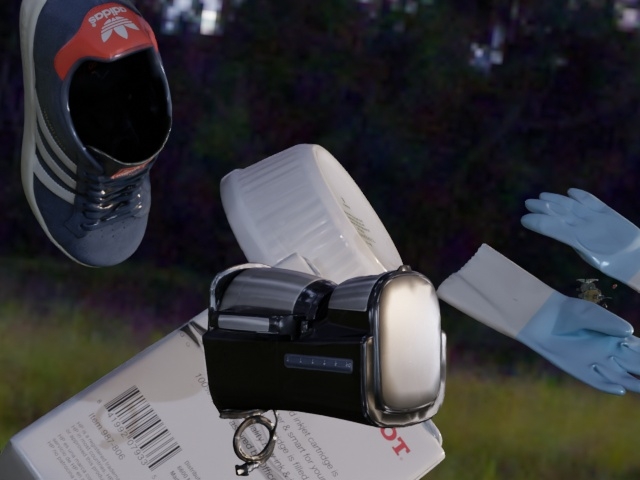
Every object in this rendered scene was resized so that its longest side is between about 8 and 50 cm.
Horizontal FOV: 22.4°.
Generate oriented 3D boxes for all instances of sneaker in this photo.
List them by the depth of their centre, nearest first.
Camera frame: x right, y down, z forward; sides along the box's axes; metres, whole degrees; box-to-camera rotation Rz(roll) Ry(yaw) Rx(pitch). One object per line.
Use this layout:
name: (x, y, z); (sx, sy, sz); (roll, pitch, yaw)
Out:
sneaker: (-0.202, -0.082, 1.530); (0.131, 0.350, 0.148); (-28, 50, -23)

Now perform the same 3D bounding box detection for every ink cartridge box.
ink cartridge box: (-0.108, 0.241, 1.754); (0.395, 0.285, 0.166); (-33, -6, -27)

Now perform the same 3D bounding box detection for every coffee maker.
coffee maker: (0.007, 0.103, 1.289); (0.178, 0.171, 0.120); (3, 26, 42)

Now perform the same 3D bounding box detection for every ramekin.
ramekin: (0.000, 0.000, 2.029); (0.127, 0.273, 0.273); (-34, -5, 11)

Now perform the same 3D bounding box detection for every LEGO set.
LEGO set: (0.369, 0.066, 2.165); (0.083, 0.054, 0.023); (-29, 9, -3)

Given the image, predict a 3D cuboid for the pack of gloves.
pack of gloves: (0.259, 0.035, 1.530); (0.232, 0.046, 0.195); (31, 59, 26)
